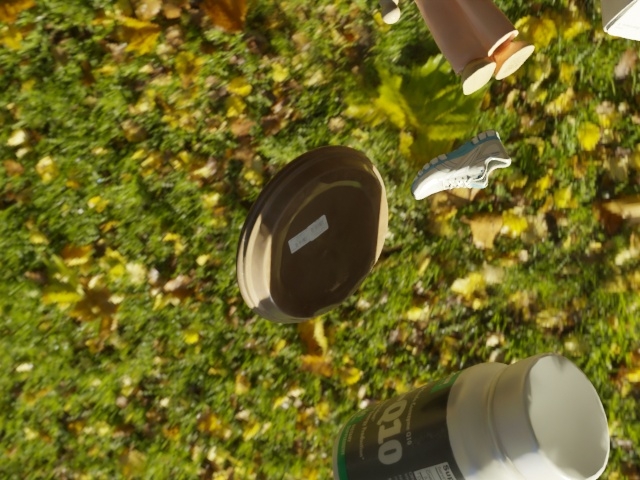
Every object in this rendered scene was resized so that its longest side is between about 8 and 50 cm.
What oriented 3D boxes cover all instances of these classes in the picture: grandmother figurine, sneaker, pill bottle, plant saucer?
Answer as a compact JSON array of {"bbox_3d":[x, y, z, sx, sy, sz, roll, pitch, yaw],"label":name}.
[{"bbox_3d":[0.167,-0.380,1.361,0.342,0.208,0.104,57,150,13],"label":"grandmother figurine"},{"bbox_3d":[0.251,-0.118,1.681,0.191,0.071,0.082,-31,66,-1],"label":"sneaker"},{"bbox_3d":[0.201,0.288,1.320,0.361,0.204,0.204,-31,101,43],"label":"pill bottle"},{"bbox_3d":[0.000,0.000,1.359,0.041,0.278,0.277,32,123,41],"label":"plant saucer"}]

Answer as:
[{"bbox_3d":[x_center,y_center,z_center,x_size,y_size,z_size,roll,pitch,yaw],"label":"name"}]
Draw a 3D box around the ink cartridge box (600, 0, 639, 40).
[{"bbox_3d":[0.477,-0.392,1.328,0.160,0.219,0.092,6,160,-16],"label":"ink cartridge box"}]
